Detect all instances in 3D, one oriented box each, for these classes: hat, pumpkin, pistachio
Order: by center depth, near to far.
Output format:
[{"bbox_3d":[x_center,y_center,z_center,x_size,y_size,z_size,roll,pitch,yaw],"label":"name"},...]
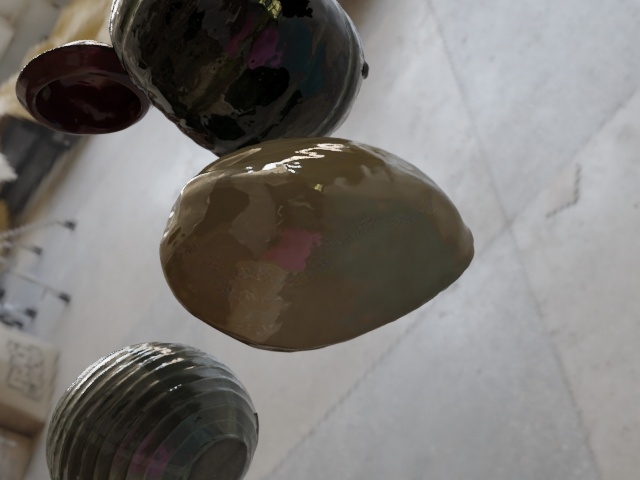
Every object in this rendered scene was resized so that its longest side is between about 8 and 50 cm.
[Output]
[{"bbox_3d":[0.000,0.000,1.324,0.208,0.331,0.226,120,139,-56],"label":"pistachio"},{"bbox_3d":[-0.097,-0.240,1.606,0.241,0.323,0.323,-51,28,14],"label":"pumpkin"},{"bbox_3d":[-0.332,-0.229,1.884,0.205,0.205,0.089,-36,48,45],"label":"hat"}]

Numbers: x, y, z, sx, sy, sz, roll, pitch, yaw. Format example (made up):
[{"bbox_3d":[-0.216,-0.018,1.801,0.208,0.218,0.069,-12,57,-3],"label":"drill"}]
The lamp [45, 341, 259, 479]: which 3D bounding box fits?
[{"bbox_3d":[-0.195,0.226,1.531,0.265,0.233,0.233,-29,3,-36],"label":"lamp"}]
